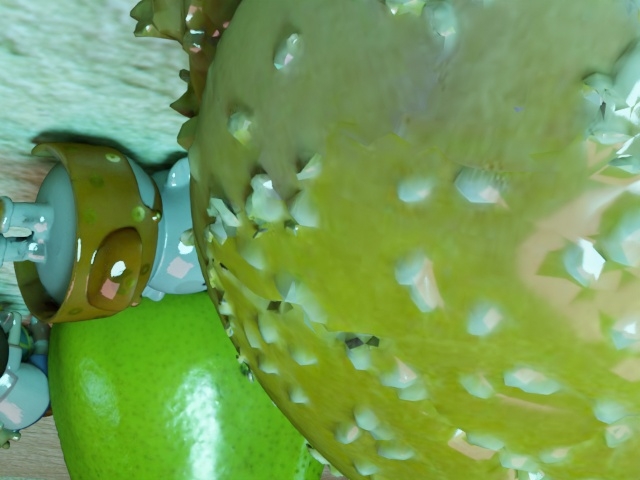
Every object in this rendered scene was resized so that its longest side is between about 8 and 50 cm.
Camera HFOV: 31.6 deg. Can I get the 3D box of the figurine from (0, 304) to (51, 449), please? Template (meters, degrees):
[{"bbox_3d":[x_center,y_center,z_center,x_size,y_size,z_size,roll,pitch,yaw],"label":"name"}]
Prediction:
[{"bbox_3d":[-0.402,0.122,1.227,0.158,0.161,0.275,39,175,28],"label":"figurine"}]

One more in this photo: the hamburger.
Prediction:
[{"bbox_3d":[0.061,-0.026,0.505,0.286,0.268,0.445,7,146,21],"label":"hamburger"}]

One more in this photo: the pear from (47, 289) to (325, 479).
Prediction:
[{"bbox_3d":[-0.123,0.222,1.270,0.342,0.318,0.238,10,164,-32],"label":"pear"}]

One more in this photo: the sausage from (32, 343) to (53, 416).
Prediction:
[{"bbox_3d":[-0.383,0.179,1.502,0.102,0.076,0.302,7,161,4],"label":"sausage"}]

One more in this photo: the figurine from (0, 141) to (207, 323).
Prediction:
[{"bbox_3d":[-0.148,-0.010,0.878,0.143,0.143,0.271,-17,180,41],"label":"figurine"}]
